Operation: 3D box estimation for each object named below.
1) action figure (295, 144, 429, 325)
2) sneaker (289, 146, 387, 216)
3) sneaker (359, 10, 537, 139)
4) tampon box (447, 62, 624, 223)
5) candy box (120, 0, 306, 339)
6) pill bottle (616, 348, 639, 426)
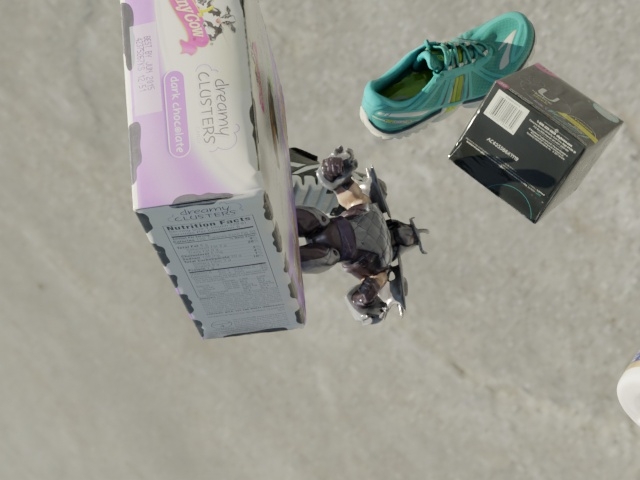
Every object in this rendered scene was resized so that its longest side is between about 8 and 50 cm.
[{"bbox_3d":[0.000,0.000,1.379,0.099,0.285,0.185,-44,57,45],"label":"action figure"},{"bbox_3d":[-0.014,-0.091,2.010,0.078,0.234,0.106,-64,38,42],"label":"sneaker"},{"bbox_3d":[0.179,-0.233,1.912,0.107,0.275,0.110,56,174,26],"label":"sneaker"},{"bbox_3d":[0.232,-0.109,1.489,0.120,0.161,0.101,37,117,12],"label":"tampon box"},{"bbox_3d":[-0.059,-0.054,0.803,0.070,0.164,0.196,-8,156,3],"label":"candy box"},{"bbox_3d":[0.322,0.081,1.132,0.094,0.169,0.094,32,154,17],"label":"pill bottle"}]
